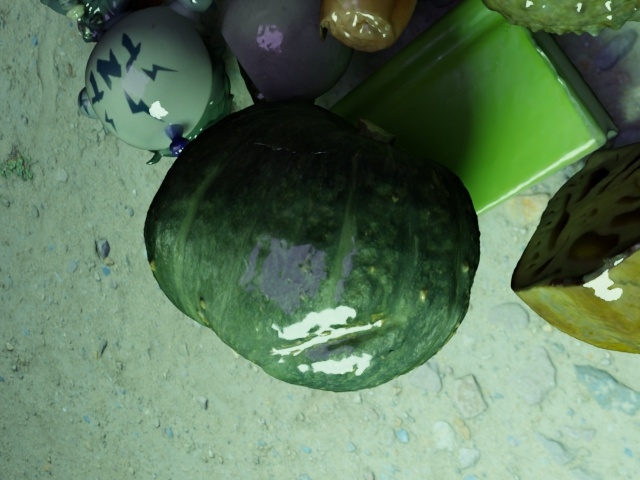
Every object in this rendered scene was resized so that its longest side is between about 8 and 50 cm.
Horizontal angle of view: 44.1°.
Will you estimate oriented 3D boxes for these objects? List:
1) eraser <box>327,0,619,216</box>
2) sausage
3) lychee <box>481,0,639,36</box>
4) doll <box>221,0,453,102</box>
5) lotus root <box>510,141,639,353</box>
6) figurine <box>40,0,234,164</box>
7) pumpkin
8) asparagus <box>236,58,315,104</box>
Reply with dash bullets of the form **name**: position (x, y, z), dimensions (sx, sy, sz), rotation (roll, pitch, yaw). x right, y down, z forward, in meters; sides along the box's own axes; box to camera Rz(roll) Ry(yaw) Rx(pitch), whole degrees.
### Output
- **eraser**: position (0.151, -0.129, 0.871), dimensions (0.274, 0.092, 0.210), rotation (-36, 84, 39)
- **sausage**: position (0.082, -0.379, 0.738), dimensions (0.094, 0.094, 0.419), rotation (15, 84, -11)
- **lychee**: position (0.225, -0.302, 0.655), dimensions (0.255, 0.274, 0.256), rotation (-1, 87, 9)
- **doll**: position (0.038, -0.261, 0.832), dimensions (0.287, 0.151, 0.151), rotation (-31, 85, 3)
- **lotus root**: position (0.315, 0.024, 0.750), dimensions (0.180, 0.188, 0.199), rotation (42, 156, -10)
- **figurine**: position (-0.261, -0.273, 1.055), dimensions (0.382, 0.186, 0.261), rotation (54, 132, 3)
- **pumpkin**: position (0.000, 0.000, 0.795), dimensions (0.327, 0.291, 0.258), rotation (26, 100, 17)
- **asparagus**: position (-0.047, -0.319, 0.934), dimensions (0.128, 0.108, 0.382), rotation (16, 114, 23)
